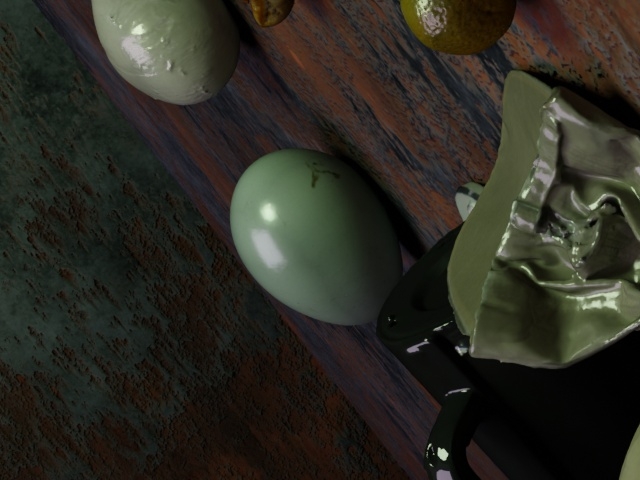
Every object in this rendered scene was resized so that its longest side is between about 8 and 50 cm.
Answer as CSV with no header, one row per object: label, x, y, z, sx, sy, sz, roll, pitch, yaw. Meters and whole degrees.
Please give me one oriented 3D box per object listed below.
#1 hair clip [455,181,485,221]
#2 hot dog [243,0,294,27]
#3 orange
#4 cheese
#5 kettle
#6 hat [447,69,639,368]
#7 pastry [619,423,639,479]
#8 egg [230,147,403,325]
hair clip,0.182,0.014,1.648,0.140,0.054,0.220,49,169,34
hot dog,-0.058,-0.276,1.580,0.092,0.062,0.236,48,168,10
orange,0.097,-0.177,1.186,0.085,0.085,0.095,56,172,-32
cheese,-0.189,-0.256,1.997,0.189,0.154,0.198,37,164,34
kettle,0.216,0.143,1.436,0.308,0.203,0.262,51,-161,-15
hat,0.190,-0.021,1.268,0.149,0.214,0.245,18,-161,3
pastry,0.317,0.187,1.110,0.265,0.265,0.133,52,168,-13
egg,0.000,0.000,2.023,0.264,0.183,0.183,47,173,-28
